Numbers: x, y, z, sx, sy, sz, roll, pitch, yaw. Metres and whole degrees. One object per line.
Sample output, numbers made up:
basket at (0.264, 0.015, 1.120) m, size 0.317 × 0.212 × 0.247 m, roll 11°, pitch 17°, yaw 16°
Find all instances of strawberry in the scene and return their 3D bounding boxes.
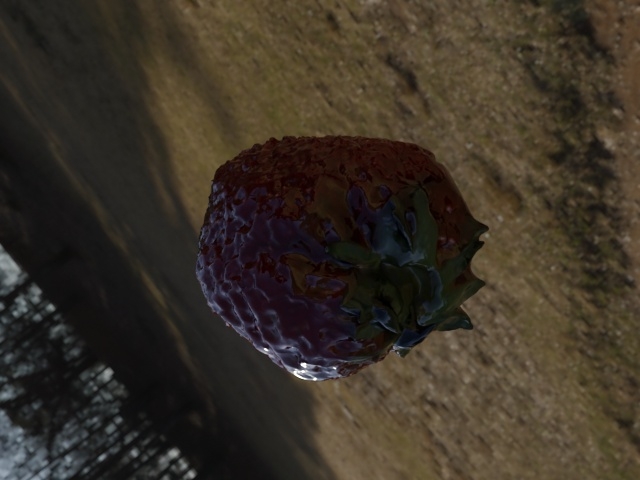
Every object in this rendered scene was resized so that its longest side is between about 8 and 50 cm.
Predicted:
strawberry at (0.002, 0.006, 0.498) m, size 0.148 × 0.131 × 0.131 m, roll 5°, pitch 134°, yaw 49°
